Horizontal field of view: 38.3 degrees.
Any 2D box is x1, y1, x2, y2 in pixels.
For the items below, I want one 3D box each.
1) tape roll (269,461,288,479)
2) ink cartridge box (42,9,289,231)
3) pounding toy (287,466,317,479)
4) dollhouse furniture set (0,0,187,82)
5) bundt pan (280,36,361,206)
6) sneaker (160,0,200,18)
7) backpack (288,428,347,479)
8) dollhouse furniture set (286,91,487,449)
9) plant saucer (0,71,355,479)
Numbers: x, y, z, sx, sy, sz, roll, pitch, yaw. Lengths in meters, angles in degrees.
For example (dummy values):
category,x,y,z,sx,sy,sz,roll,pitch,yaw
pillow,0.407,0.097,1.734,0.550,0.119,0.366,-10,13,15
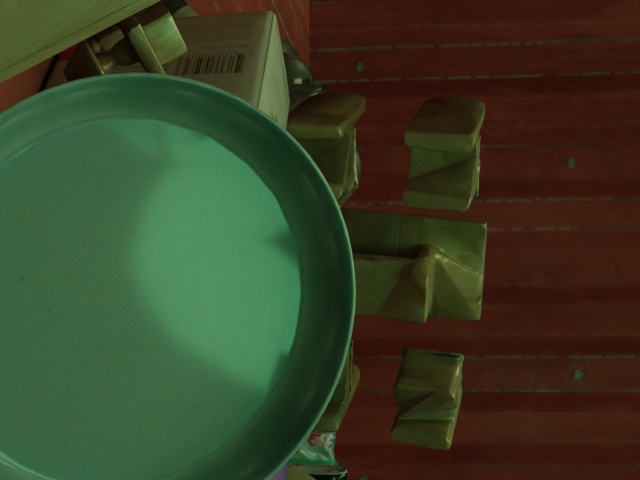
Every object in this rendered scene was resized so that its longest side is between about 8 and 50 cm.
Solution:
category,x,y,z,sx,sy,sz,roll,pitch,yaw
tape roll,-0.132,0.262,0.994,0.080,0.189,0.189,-78,166,-66
ink cartridge box,-0.146,-0.074,0.816,0.117,0.207,0.283,80,11,-46
pounding toy,-0.091,0.402,1.244,0.110,0.237,0.183,108,-13,-67
dollhouse furniture set,-0.253,-0.248,0.626,0.355,0.174,0.303,52,-11,47
bundt pan,-0.051,-0.180,1.372,0.331,0.124,0.331,55,-4,6
sneaker,-0.196,-0.244,0.998,0.118,0.083,0.222,49,-17,-5
backpack,-0.070,0.373,1.438,0.253,0.225,0.191,97,-5,-76
dollhouse furniture set,0.000,0.000,1.098,0.256,0.394,0.362,-56,149,-62
plant saucer,-0.125,0.047,0.628,0.043,0.317,0.318,16,-70,63
